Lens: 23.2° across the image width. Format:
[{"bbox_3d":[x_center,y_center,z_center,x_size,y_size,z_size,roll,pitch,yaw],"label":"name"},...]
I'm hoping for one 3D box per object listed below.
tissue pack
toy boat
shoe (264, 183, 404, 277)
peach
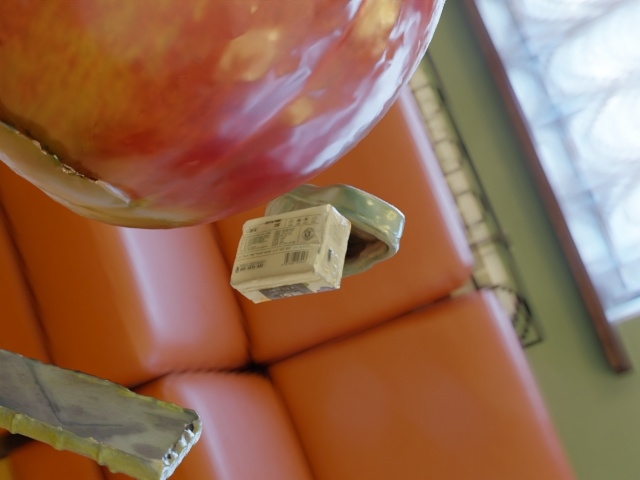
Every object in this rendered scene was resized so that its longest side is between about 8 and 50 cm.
[{"bbox_3d":[-0.022,0.010,1.173,0.042,0.083,0.062,38,52,-43],"label":"tissue pack"},{"bbox_3d":[-0.117,0.082,0.739,0.063,0.115,0.016,-47,153,-68],"label":"toy boat"},{"bbox_3d":[0.000,0.000,1.579,0.103,0.100,0.251,38,-16,-14],"label":"shoe"},{"bbox_3d":[-0.073,-0.194,0.847,0.370,0.370,0.370,55,20,-32],"label":"peach"}]
